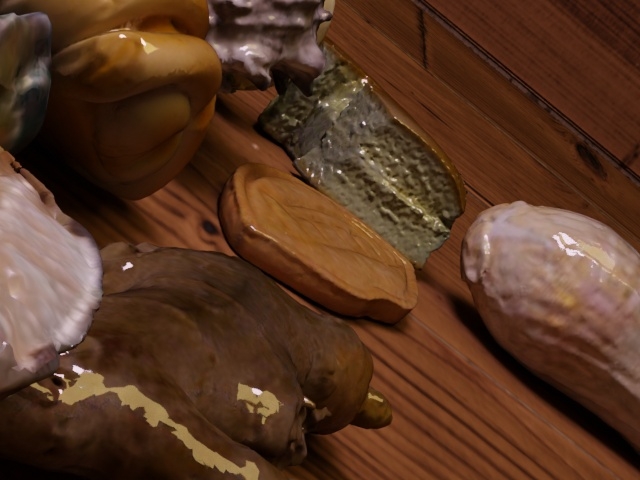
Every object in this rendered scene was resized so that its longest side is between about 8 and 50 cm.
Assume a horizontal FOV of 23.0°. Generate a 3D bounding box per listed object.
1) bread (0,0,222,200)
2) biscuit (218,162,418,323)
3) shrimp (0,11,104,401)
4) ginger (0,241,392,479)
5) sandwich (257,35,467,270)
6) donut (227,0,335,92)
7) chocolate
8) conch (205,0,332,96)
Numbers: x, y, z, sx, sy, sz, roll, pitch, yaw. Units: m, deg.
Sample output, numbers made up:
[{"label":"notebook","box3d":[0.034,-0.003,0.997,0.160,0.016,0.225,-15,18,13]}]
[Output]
[{"label":"bread","box3d":[-0.179,-0.167,0.862,0.311,0.121,0.173,44,-17,7]},{"label":"biscuit","box3d":[0.000,0.000,1.075,0.142,0.029,0.221,49,18,30]},{"label":"shrimp","box3d":[-0.170,-0.035,0.562,0.221,0.110,0.445,19,17,-2]},{"label":"ginger","box3d":[-0.056,0.058,0.682,0.166,0.080,0.333,31,10,15]},{"label":"sandwich","box3d":[0.021,-0.088,1.252,0.088,0.090,0.244,26,20,-50]},{"label":"donut","box3d":[-0.071,-0.195,1.205,0.174,0.174,0.068,42,29,7]},{"label":"chocolate","box3d":[0.240,0.083,1.224,0.309,0.134,0.134,39,15,-8]},{"label":"conch","box3d":[-0.124,-0.177,1.042,0.313,0.186,0.240,33,30,-19]}]
